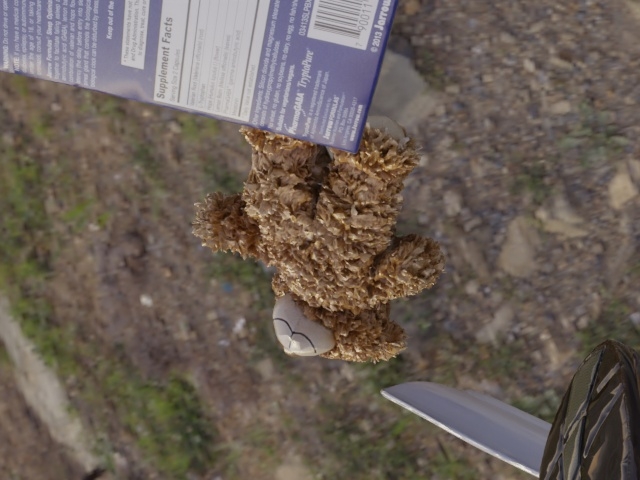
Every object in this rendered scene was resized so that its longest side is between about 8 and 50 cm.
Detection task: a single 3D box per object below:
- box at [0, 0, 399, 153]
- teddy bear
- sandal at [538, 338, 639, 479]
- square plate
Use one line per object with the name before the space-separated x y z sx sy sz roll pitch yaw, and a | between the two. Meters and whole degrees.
box | -0.078 -0.119 0.618 0.225 0.036 0.136 12 141 -3
teddy bear | 0.000 0.000 1.246 0.245 0.113 0.338 23 141 -2
sandal | 0.155 0.151 0.632 0.090 0.060 0.219 123 148 -44
square plate | 0.276 0.227 1.227 0.344 0.347 0.049 20 82 47
